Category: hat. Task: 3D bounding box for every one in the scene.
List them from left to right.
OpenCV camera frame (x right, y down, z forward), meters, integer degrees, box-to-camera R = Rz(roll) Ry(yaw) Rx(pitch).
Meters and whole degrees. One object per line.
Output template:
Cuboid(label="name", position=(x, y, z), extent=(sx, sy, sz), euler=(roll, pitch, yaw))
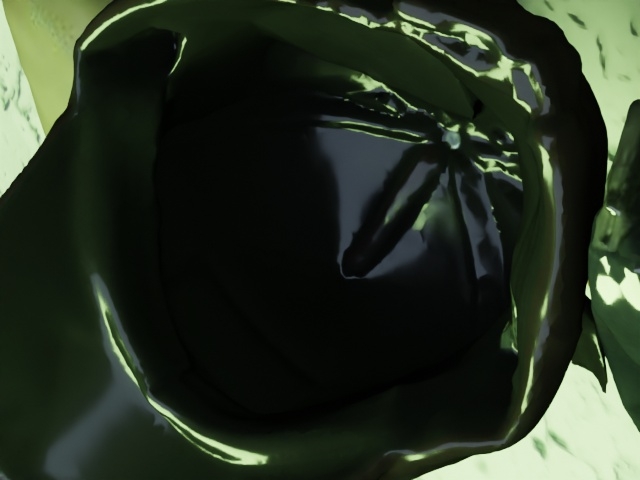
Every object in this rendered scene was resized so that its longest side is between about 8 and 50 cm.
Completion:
Cuboid(label="hat", position=(-0.002, 0.011, 0.619), extent=(0.238, 0.209, 0.336), euler=(50, 118, 14))

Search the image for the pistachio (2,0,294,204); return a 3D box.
Cuboid(label="pistachio", position=(-0.030, -0.059, 0.762), extent=(0.226, 0.208, 0.332), euler=(-23, 104, 37))

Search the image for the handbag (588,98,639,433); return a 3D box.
Cuboid(label="handbag", position=(0.252, 0.069, 0.453), extent=(0.302, 0.178, 0.275), euler=(25, 148, 48))

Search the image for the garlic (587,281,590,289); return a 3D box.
Cuboid(label="garlic", position=(0.170, 0.021, 0.635), extent=(0.113, 0.074, 0.094), euler=(25, 163, 46))
